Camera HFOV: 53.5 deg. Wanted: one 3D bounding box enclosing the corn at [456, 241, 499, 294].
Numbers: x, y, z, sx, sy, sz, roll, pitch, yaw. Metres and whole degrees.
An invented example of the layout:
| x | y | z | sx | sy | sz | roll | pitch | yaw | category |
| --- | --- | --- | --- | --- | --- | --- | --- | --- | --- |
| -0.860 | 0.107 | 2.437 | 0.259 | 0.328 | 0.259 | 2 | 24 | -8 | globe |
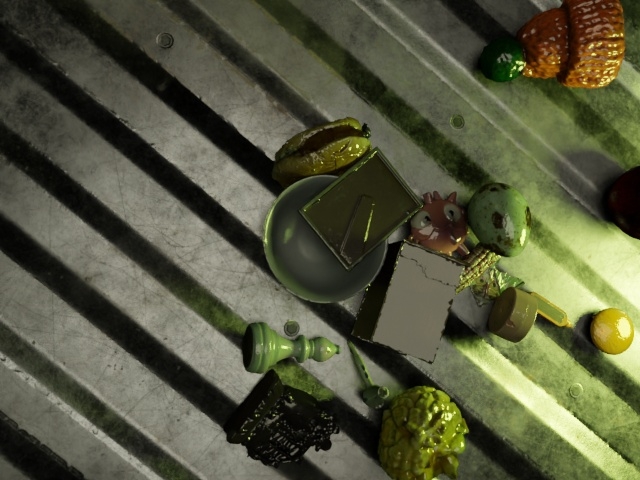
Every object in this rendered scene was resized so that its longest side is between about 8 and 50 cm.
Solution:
| x | y | z | sx | sy | sz | roll | pitch | yaw | category |
| --- | --- | --- | --- | --- | --- | --- | --- | --- | --- |
| 0.431 | 0.087 | 1.856 | 0.237 | 0.079 | 0.079 | -42 | 93 | -10 | corn |

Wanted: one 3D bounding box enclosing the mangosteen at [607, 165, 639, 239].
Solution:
| x | y | z | sx | sy | sz | roll | pitch | yaw | category |
| --- | --- | --- | --- | --- | --- | --- | --- | --- | --- |
| 0.998 | -0.119 | 1.883 | 0.235 | 0.261 | 0.236 | 1 | 83 | -9 | mangosteen |

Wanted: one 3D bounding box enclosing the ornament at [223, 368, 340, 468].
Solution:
| x | y | z | sx | sy | sz | roll | pitch | yaw | category |
| --- | --- | --- | --- | --- | --- | --- | --- | --- | --- |
| -0.098 | 0.516 | 1.738 | 0.260 | 0.106 | 0.251 | 42 | 87 | -13 | ornament |

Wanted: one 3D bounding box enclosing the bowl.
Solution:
| x | y | z | sx | sy | sz | roll | pitch | yaw | category |
| --- | --- | --- | --- | --- | --- | --- | --- | --- | --- |
| 0.000 | 0.000 | 1.754 | 0.345 | 0.157 | 0.346 | 1 | 86 | -13 | bowl |

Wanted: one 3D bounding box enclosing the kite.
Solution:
| x | y | z | sx | sy | sz | roll | pitch | yaw | category |
| --- | --- | --- | --- | --- | --- | --- | --- | --- | --- |
| 0.520 | 0.084 | 1.914 | 0.229 | 0.012 | 0.250 | 25 | 81 | -8 | kite |

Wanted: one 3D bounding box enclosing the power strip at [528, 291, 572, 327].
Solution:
| x | y | z | sx | sy | sz | roll | pitch | yaw | category |
| --- | --- | --- | --- | --- | --- | --- | --- | --- | --- |
| 0.692 | 0.215 | 1.923 | 0.178 | 0.028 | 0.049 | 32 | 81 | -5 | power strip |

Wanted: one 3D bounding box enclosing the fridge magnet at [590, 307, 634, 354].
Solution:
| x | y | z | sx | sy | sz | roll | pitch | yaw | category |
| --- | --- | --- | --- | --- | --- | --- | --- | --- | --- |
| 0.886 | 0.277 | 1.934 | 0.143 | 0.063 | 0.143 | 1 | 84 | -10 | fridge magnet |

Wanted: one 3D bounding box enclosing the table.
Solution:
| x | y | z | sx | sy | sz | roll | pitch | yaw | category |
| --- | --- | --- | --- | --- | --- | --- | --- | --- | --- |
| 0.237 | 0.167 | 1.739 | 0.196 | 0.250 | 0.282 | 21 | 81 | -8 | table |

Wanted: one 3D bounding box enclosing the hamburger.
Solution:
| x | y | z | sx | sy | sz | roll | pitch | yaw | category |
| --- | --- | --- | --- | --- | --- | --- | --- | --- | --- |
| 0.014 | -0.242 | 1.755 | 0.308 | 0.211 | 0.132 | -21 | 85 | -9 | hamburger |

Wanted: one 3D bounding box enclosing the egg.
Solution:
| x | y | z | sx | sy | sz | roll | pitch | yaw | category |
| --- | --- | --- | --- | --- | --- | --- | --- | --- | --- |
| 0.506 | -0.057 | 1.784 | 0.169 | 0.169 | 0.231 | -3 | 58 | -10 | egg |

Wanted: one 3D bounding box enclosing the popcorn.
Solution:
| x | y | z | sx | sy | sz | roll | pitch | yaw | category |
| --- | --- | --- | --- | --- | --- | --- | --- | --- | --- |
| 0.277 | 0.534 | 1.734 | 0.270 | 0.224 | 0.258 | -27 | 107 | -19 | popcorn |

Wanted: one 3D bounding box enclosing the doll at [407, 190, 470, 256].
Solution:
| x | y | z | sx | sy | sz | roll | pitch | yaw | category |
| --- | --- | --- | --- | --- | --- | --- | --- | --- | --- |
| 0.360 | -0.044 | 1.852 | 0.262 | 0.093 | 0.211 | -15 | 83 | -21 | doll |

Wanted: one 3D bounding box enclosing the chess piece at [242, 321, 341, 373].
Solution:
| x | y | z | sx | sy | sz | roll | pitch | yaw | category |
| --- | --- | --- | --- | --- | --- | --- | --- | --- | --- |
| -0.070 | 0.297 | 1.752 | 0.271 | 0.139 | 0.139 | 4 | 85 | -21 | chess piece |

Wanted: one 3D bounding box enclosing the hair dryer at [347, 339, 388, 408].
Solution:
| x | y | z | sx | sy | sz | roll | pitch | yaw | category |
| --- | --- | --- | --- | --- | --- | --- | --- | --- | --- |
| 0.135 | 0.369 | 1.746 | 0.067 | 0.167 | 0.199 | -19 | 89 | -16 | hair dryer |

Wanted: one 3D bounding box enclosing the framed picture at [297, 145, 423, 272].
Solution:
| x | y | z | sx | sy | sz | roll | pitch | yaw | category |
| --- | --- | --- | --- | --- | --- | --- | --- | --- | --- |
| 0.112 | -0.087 | 1.701 | 0.289 | 0.016 | 0.213 | -41 | 94 | -15 | framed picture |

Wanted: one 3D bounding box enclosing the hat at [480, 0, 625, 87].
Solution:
| x | y | z | sx | sy | sz | roll | pitch | yaw | category |
| --- | --- | --- | --- | --- | --- | --- | --- | --- | --- |
| 0.689 | -0.583 | 1.919 | 0.400 | 0.285 | 0.285 | -4 | 86 | 17 | hat |

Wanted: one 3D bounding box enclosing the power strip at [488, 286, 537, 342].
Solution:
| x | y | z | sx | sy | sz | roll | pitch | yaw | category |
| --- | --- | --- | --- | --- | --- | --- | --- | --- | --- |
| 0.557 | 0.214 | 1.841 | 0.078 | 0.154 | 0.154 | 23 | 82 | -5 | power strip |
